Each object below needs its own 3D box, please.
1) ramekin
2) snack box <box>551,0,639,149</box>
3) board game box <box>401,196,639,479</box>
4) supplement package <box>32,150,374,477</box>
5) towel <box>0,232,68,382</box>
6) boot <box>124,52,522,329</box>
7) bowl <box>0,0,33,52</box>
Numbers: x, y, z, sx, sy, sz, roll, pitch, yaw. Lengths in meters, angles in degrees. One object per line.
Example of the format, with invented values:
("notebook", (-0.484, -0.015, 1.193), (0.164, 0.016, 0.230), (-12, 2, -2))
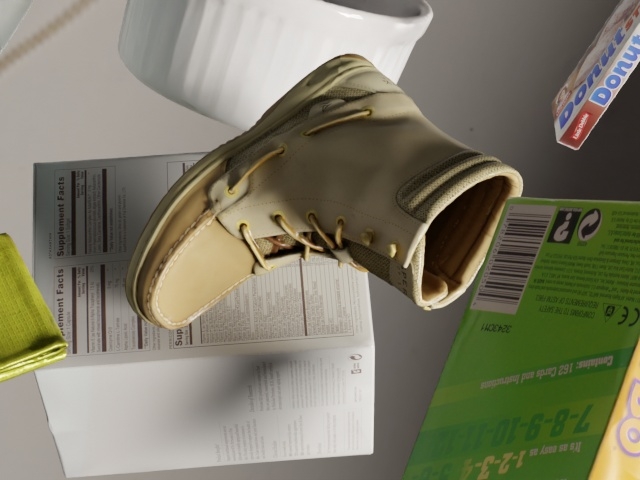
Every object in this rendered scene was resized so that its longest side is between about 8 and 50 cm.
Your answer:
("ramekin", (-0.049, -0.191, 1.752), (0.277, 0.277, 0.135), (20, 107, 3))
("snack box", (0.242, -0.158, 1.552), (0.022, 0.064, 0.178), (23, 122, -14))
("board game box", (0.075, 0.107, 0.779), (0.039, 0.124, 0.259), (29, 79, -27))
("supplement package", (-0.094, 0.059, 1.593), (0.263, 0.199, 0.198), (-4, 58, -2))
("towel", (-0.281, 0.064, 1.196), (0.237, 0.021, 0.102), (-18, 67, -29))
("boot", (0.000, 0.000, 1.404), (0.262, 0.095, 0.203), (-42, 49, -9))
("bowl", (-0.366, -0.211, 1.643), (0.134, 0.298, 0.298), (37, 95, 7))
